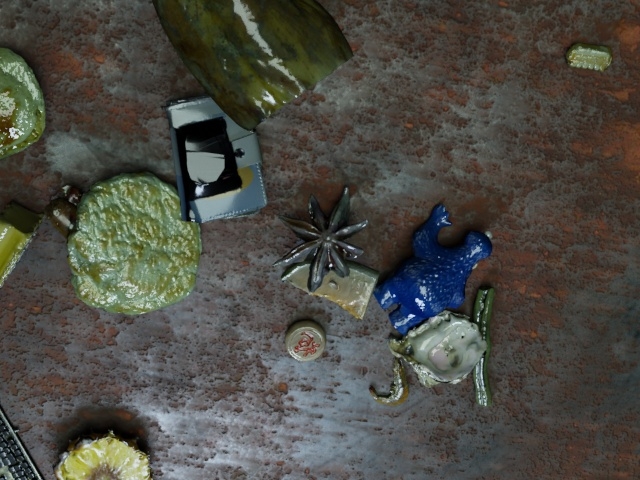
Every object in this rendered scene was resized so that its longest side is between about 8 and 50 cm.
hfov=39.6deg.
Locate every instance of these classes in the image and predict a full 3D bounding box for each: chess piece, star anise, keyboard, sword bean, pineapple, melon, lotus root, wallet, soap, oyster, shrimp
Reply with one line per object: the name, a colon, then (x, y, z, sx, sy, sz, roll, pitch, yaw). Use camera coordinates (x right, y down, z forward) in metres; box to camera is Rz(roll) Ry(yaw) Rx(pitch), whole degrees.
chess piece: (-0.030, 0.199, 1.767, 0.083, 0.038, 0.084, -2, 110, -6)
star anise: (0.000, 0.000, 1.667, 0.180, 0.061, 0.205, -1, 73, 3)
keyboard: (-0.647, 0.405, 1.774, 0.106, 0.027, 0.317, -23, 108, 2)
sword bean: (0.332, 0.219, 1.813, 0.043, 0.038, 0.270, 3, 109, 19)
pineapple: (-0.432, 0.468, 1.791, 0.224, 0.076, 0.225, -1, 105, -5)
melon: (0.019, 0.072, 1.706, 0.182, 0.054, 0.098, 24, 94, 12)
lotus root: (-0.130, -0.372, 1.469, 0.250, 0.250, 0.346, -36, 107, 6)
wallet: (-0.187, -0.153, 1.606, 0.170, 0.069, 0.231, -11, 103, -12)
soap: (-0.596, 0.044, 1.605, 0.076, 0.135, 0.233, 33, 102, -15)
oyster: (0.231, 0.214, 1.788, 0.191, 0.081, 0.163, 19, 87, 3)
shrimp: (0.139, 0.291, 1.823, 0.083, 0.023, 0.114, -6, 112, -1)

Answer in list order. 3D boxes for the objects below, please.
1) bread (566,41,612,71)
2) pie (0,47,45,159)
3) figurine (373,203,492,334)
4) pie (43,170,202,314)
bread: (0.498, -0.342, 1.649, 0.087, 0.034, 0.049, 5, 122, -3)
pie: (-0.600, -0.228, 1.540, 0.247, 0.090, 0.201, -9, 112, 1)
figurine: (0.224, 0.068, 1.707, 0.164, 0.121, 0.262, 39, 98, -12)
pie: (-0.348, 0.006, 1.637, 0.257, 0.105, 0.275, -18, 110, -10)
